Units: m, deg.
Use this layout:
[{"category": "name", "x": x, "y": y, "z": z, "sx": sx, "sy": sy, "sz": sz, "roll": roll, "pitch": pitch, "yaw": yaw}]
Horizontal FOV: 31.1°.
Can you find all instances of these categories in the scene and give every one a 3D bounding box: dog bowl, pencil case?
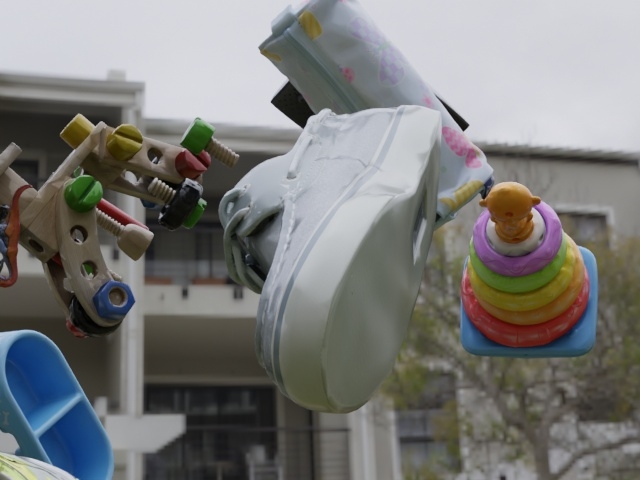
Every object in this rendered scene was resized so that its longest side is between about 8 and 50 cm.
[{"category": "dog bowl", "x": -0.399, "y": 0.259, "z": 1.651, "sx": 0.074, "sy": 0.297, "sz": 0.166, "roll": -22, "pitch": 11, "yaw": 27}, {"category": "pencil case", "x": 0.055, "y": -0.131, "z": 1.179, "sx": 0.113, "sy": 0.273, "sz": 0.124, "roll": -33, "pitch": 8, "yaw": 41}]

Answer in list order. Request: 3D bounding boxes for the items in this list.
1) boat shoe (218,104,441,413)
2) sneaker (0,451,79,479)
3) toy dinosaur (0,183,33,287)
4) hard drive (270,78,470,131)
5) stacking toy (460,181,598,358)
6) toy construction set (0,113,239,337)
[{"category": "boat shoe", "x": 0.000, "y": -0.001, "z": 0.491, "sx": 0.081, "sy": 0.079, "sz": 0.227, "roll": 5, "pitch": 25, "yaw": 13}, {"category": "sneaker", "x": -0.457, "y": 0.269, "z": 1.316, "sx": 0.385, "sy": 0.145, "sz": 0.147, "roll": 9, "pitch": -14, "yaw": 7}, {"category": "toy dinosaur", "x": -0.309, "y": 0.002, "z": 1.126, "sx": 0.090, "sy": 0.082, "sz": 0.047, "roll": -39, "pitch": -20, "yaw": 23}, {"category": "hard drive", "x": 0.074, "y": -0.198, "z": 1.697, "sx": 0.255, "sy": 0.054, "sz": 0.172, "roll": 31, "pitch": -55, "yaw": -21}, {"category": "stacking toy", "x": 0.236, "y": 0.012, "z": 1.379, "sx": 0.175, "sy": 0.165, "sz": 0.302, "roll": -1, "pitch": -29, "yaw": 16}, {"category": "toy construction set", "x": -0.281, "y": -0.053, "z": 1.282, "sx": 0.237, "sy": 0.257, "sz": 0.309, "roll": 34, "pitch": -9, "yaw": -14}]
